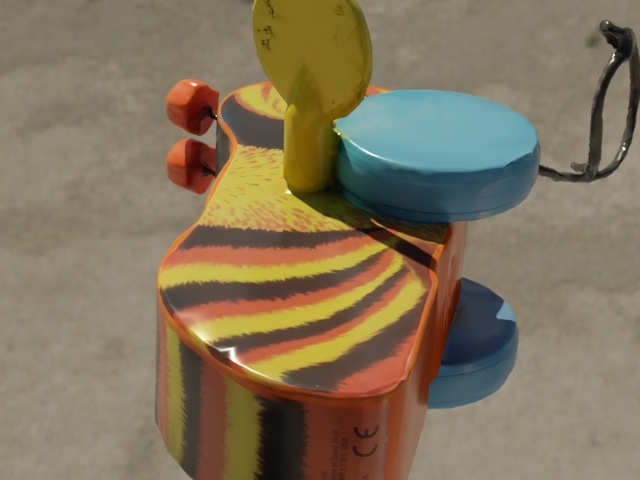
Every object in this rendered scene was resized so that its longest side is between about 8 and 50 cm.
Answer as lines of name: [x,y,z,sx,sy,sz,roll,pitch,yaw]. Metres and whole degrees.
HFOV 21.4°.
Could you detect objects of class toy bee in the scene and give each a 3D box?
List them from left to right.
toy bee: [0.000,0.000,0.613,0.162,0.195,0.298,12,9,19]
